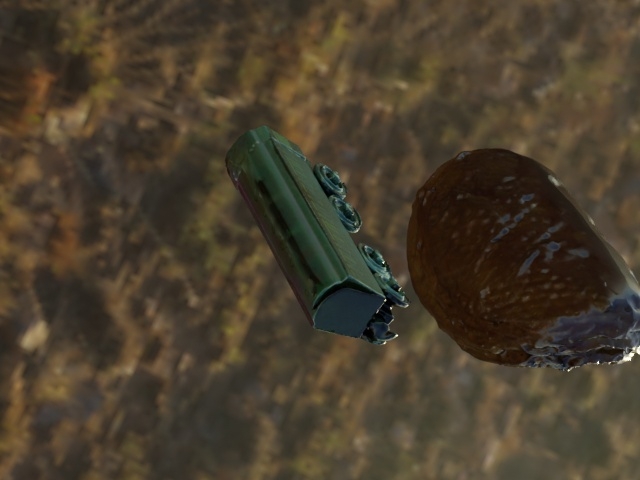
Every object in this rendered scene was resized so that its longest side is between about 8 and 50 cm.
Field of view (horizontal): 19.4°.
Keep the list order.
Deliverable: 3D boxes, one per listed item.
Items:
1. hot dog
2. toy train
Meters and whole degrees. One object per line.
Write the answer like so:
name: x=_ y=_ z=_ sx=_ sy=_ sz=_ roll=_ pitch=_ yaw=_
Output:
hot dog: x=0.158 y=0.023 z=1.397 sx=0.161 sy=0.227 sz=0.099 roll=-3 pitch=124 yaw=-19
toy train: x=0.000 y=0.000 z=1.007 sx=0.071 sy=0.148 sz=0.038 roll=24 pitch=116 yaw=-41
